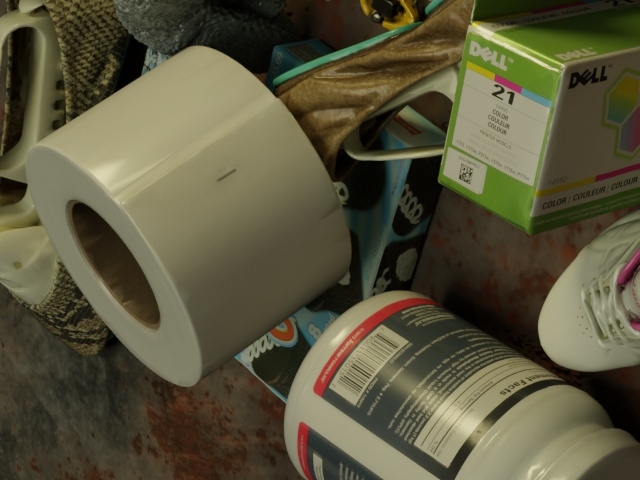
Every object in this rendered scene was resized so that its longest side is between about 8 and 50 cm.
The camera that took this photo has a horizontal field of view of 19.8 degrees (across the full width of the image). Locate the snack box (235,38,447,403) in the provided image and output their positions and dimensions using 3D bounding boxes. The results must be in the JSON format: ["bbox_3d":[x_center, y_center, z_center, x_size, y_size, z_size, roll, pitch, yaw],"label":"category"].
[{"bbox_3d":[0.000,0.000,1.682,0.187,0.060,0.322,39,129,33],"label":"snack box"}]

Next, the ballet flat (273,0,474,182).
[{"bbox_3d":[0.105,-0.138,1.453,0.342,0.116,0.124,-27,87,34],"label":"ballet flat"}]

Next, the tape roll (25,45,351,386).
[{"bbox_3d":[-0.113,-0.021,1.565,0.246,0.169,0.246,43,154,27],"label":"tape roll"}]

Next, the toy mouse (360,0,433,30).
[{"bbox_3d":[0.076,-0.242,1.533,0.161,0.031,0.143,30,130,33],"label":"toy mouse"}]

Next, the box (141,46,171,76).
[{"bbox_3d":[-0.143,-0.136,1.822,0.094,0.027,0.137,43,131,33],"label":"box"}]

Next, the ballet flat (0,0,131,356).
[{"bbox_3d":[-0.297,-0.084,1.893,0.164,0.182,0.483,30,124,39],"label":"ballet flat"}]

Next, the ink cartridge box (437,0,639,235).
[{"bbox_3d":[0.199,-0.152,1.312,0.097,0.188,0.255,33,125,38],"label":"ink cartridge box"}]

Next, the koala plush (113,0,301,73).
[{"bbox_3d":[-0.120,-0.285,1.643,0.221,0.203,0.196,60,138,32],"label":"koala plush"}]

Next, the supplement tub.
[{"bbox_3d":[0.120,0.176,1.507,0.272,0.191,0.191,32,125,38],"label":"supplement tub"}]

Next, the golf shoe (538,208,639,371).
[{"bbox_3d":[0.247,0.029,1.360,0.306,0.140,0.115,-35,77,49],"label":"golf shoe"}]
